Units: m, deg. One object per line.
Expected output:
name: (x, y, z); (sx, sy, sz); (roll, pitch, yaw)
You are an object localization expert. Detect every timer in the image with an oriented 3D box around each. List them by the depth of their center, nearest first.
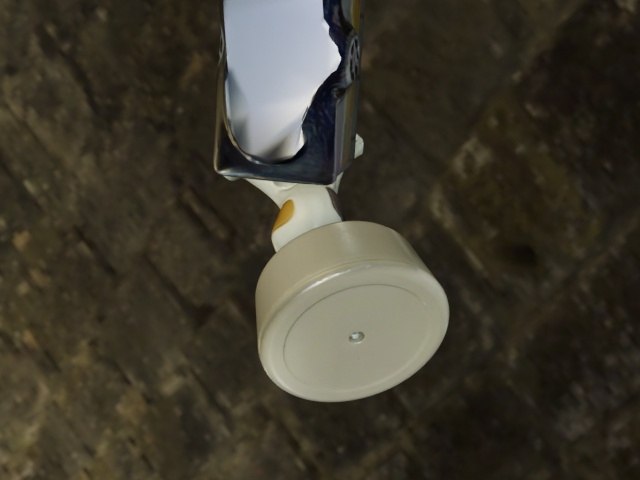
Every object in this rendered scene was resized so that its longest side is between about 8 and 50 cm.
timer: (0.000, 0.000, 1.378); (0.175, 0.266, 0.175); (-10, 134, -10)

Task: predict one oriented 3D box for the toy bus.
toy bus: (-0.009, -0.109, 0.549); (0.072, 0.058, 0.172); (-35, 130, -75)
